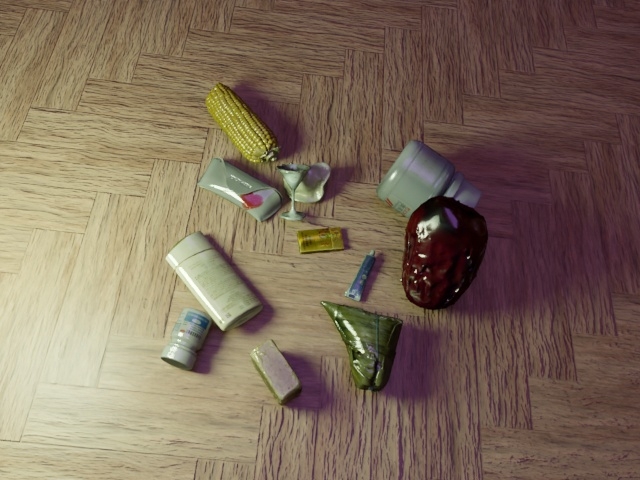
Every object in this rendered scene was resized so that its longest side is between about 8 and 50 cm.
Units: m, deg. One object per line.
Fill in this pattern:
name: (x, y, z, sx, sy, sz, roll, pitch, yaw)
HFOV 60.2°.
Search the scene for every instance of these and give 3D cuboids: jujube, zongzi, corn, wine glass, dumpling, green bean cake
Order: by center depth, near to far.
green bean cake: (-0.133, 0.396, 1.654, 0.085, 0.109, 0.179, -31, 70, -18)
zongzi: (0.097, 0.323, 1.710, 0.274, 0.125, 0.251, 17, 56, 5)
jujube: (0.386, 0.037, 1.762, 0.258, 0.377, 0.258, 5, 33, -3)
wine glass: (-0.092, -0.167, 1.901, 0.122, 0.183, 0.122, 1, 21, 0)
dumpling: (-0.038, -0.201, 1.976, 0.169, 0.100, 0.134, -17, 78, -12)
corn: (-0.296, -0.430, 2.042, 0.144, 0.144, 0.387, -36, 69, -21)

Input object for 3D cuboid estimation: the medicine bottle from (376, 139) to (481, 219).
medicine bottle: (0.376, -0.176, 1.923, 0.306, 0.245, 0.245, 35, 65, 2)

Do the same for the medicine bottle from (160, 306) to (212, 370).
medicine bottle: (-0.404, 0.297, 1.677, 0.104, 0.105, 0.168, 19, 63, 3)

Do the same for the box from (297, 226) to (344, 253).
box: (0.000, 0.000, 1.918, 0.156, 0.022, 0.089, -4, 64, -8)

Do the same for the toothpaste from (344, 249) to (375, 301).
toothpaste: (0.143, 0.115, 1.869, 0.057, 0.035, 0.197, 22, 66, 12)

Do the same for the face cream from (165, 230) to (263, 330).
face cream: (-0.349, 0.122, 1.772, 0.348, 0.081, 0.173, 47, 44, 16)

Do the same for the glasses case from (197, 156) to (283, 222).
glasses case: (-0.288, -0.185, 1.946, 0.308, 0.083, 0.128, 30, 63, 9)
